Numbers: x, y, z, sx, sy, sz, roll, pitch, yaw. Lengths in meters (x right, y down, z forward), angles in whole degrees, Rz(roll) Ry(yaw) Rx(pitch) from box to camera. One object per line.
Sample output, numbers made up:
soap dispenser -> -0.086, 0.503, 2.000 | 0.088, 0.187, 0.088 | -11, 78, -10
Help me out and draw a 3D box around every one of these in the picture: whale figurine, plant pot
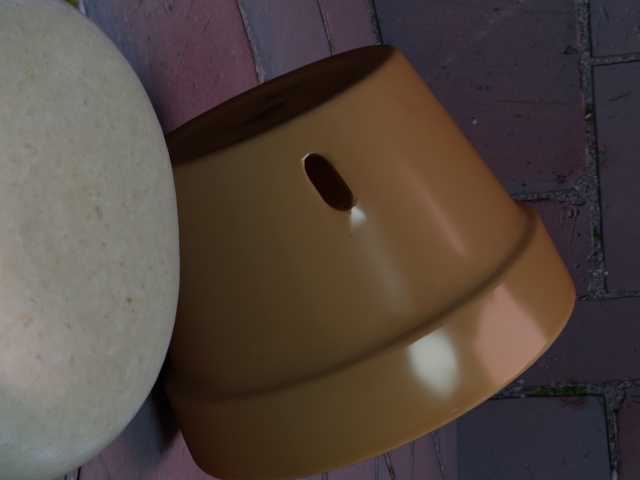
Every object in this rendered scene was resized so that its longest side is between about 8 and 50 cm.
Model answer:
whale figurine -> -0.168, -0.002, 0.440 | 0.272, 0.141, 0.216 | 0, 85, -55
plant pot -> 0.000, 0.000, 0.944 | 0.203, 0.290, 0.291 | 64, 16, -15
